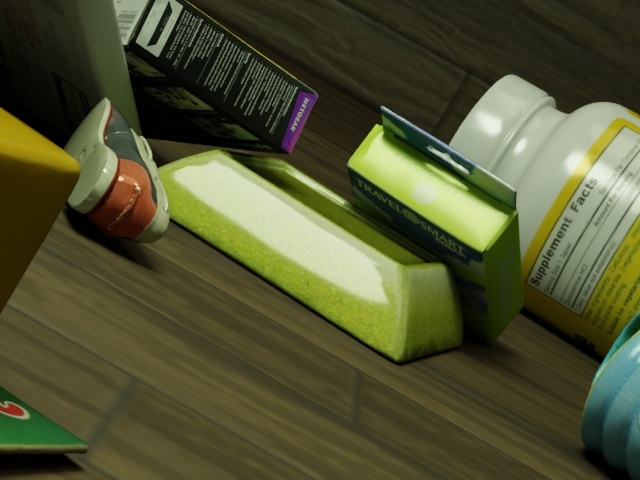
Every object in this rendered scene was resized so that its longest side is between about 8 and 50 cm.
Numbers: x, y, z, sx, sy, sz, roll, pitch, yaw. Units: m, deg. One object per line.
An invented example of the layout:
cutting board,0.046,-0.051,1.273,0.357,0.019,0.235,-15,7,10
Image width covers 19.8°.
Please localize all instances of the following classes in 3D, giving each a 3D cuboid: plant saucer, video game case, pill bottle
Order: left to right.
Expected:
video game case,-0.192,-0.154,1.015,0.206,0.026,0.227,33,-23,19
plant saucer,0.000,0.000,1.098,0.188,0.045,0.188,32,8,13
pill bottle,0.261,0.006,1.503,0.334,0.188,0.188,33,8,15

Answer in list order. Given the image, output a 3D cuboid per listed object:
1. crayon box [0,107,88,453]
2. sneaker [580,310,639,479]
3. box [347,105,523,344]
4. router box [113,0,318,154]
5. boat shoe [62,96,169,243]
crayon box,-0.211,-0.053,0.526,0.318,0.081,0.202,34,8,21
sneaker,0.281,0.122,1.080,0.319,0.127,0.208,24,12,-45
box,0.076,-0.006,1.181,0.109,0.042,0.178,33,-17,20
router box,-0.108,-0.106,1.108,0.133,0.046,0.179,33,-14,-37
boat shoe,-0.103,-0.034,0.924,0.043,0.049,0.137,31,10,-20
